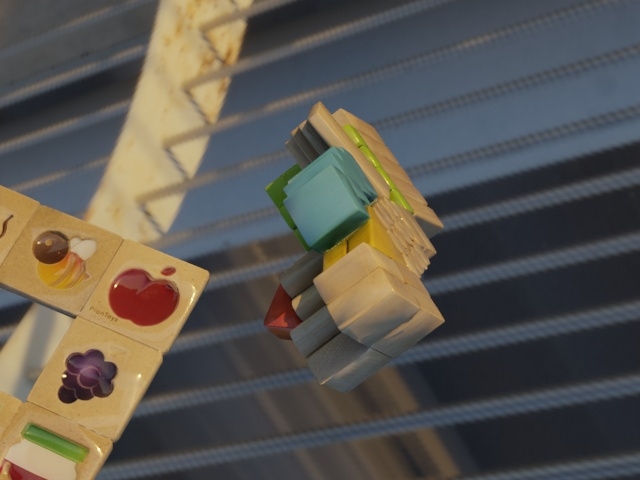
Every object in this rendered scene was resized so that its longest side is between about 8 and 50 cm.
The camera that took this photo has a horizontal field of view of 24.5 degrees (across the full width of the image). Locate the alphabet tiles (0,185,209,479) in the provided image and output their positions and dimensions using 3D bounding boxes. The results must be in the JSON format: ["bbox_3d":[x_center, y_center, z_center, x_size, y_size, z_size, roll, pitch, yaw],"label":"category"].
[{"bbox_3d":[-0.193,0.050,0.577,0.237,0.198,0.009,22,154,15],"label":"alphabet tiles"}]

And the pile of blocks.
[{"bbox_3d":[0.000,0.000,1.046,0.112,0.362,0.149,-38,99,12],"label":"pile of blocks"}]
